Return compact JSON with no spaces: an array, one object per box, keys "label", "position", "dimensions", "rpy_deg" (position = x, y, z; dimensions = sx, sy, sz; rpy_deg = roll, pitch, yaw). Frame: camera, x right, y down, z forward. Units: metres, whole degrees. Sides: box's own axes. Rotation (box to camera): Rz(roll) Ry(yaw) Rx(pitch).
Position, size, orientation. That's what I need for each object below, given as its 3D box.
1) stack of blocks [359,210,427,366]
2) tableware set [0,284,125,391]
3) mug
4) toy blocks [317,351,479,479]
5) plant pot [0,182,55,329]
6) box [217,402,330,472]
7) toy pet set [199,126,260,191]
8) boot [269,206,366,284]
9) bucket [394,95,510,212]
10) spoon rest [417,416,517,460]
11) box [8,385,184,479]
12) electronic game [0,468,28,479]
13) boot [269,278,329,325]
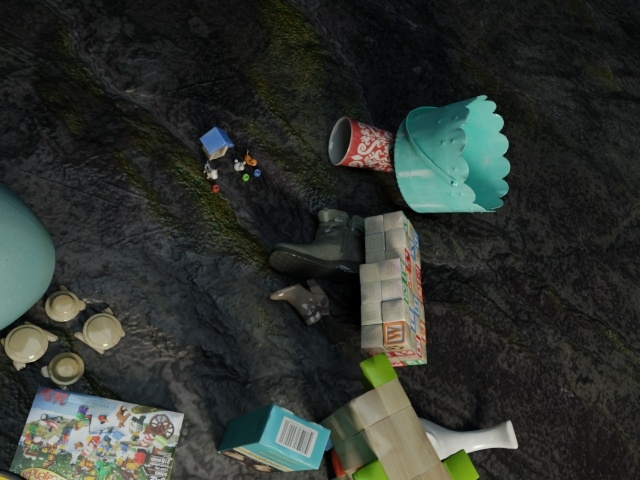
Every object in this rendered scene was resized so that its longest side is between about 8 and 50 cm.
[{"label":"stack of blocks","position":[0.149,0.094,1.147],"dimensions":[0.171,0.087,0.297],"rpy_deg":[46,40,-56]},{"label":"tableware set","position":[-0.430,0.163,0.937],"dimensions":[0.141,0.020,0.169],"rpy_deg":[41,55,-5]},{"label":"mug","position":[0.118,-0.238,1.329],"dimensions":[0.169,0.113,0.150],"rpy_deg":[8,66,-25]},{"label":"toy blocks","position":[0.110,0.419,0.946],"dimensions":[0.190,0.261,0.382],"rpy_deg":[-17,68,-28]},{"label":"plant pot","position":[-0.525,0.028,0.830],"dimensions":[0.195,0.290,0.290],"rpy_deg":[13,55,-61]},{"label":"box","position":[-0.083,0.323,0.891],"dimensions":[0.100,0.244,0.060],"rpy_deg":[29,59,-11]},{"label":"toy pet set","position":[-0.195,-0.181,1.179],"dimensions":[0.122,0.065,0.114],"rpy_deg":[-28,81,-33]},{"label":"boot","position":[0.000,0.000,1.189],"dimensions":[0.246,0.083,0.161],"rpy_deg":[13,57,-28]},{"label":"bucket","position":[0.307,-0.190,1.291],"dimensions":[0.281,0.183,0.281],"rpy_deg":[5,83,-53]},{"label":"spoon rest","position":[0.252,0.416,1.119],"dimensions":[0.276,0.084,0.137],"rpy_deg":[-4,67,-13]},{"label":"box","position":[-0.351,0.335,0.879],"dimensions":[0.233,0.044,0.159],"rpy_deg":[17,61,-17]},{"label":"electronic game","position":[-0.473,0.428,0.744],"dimensions":[0.229,0.048,0.230],"rpy_deg":[2,73,-6]},{"label":"boot","position":[-0.037,0.131,1.127],"dimensions":[0.118,0.042,0.087],"rpy_deg":[-18,83,-23]}]
